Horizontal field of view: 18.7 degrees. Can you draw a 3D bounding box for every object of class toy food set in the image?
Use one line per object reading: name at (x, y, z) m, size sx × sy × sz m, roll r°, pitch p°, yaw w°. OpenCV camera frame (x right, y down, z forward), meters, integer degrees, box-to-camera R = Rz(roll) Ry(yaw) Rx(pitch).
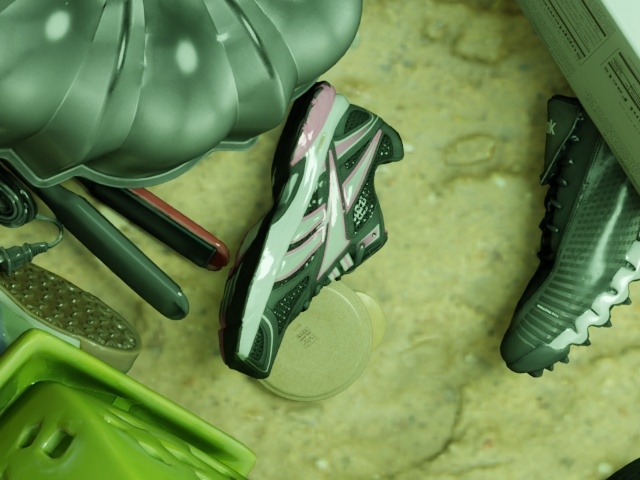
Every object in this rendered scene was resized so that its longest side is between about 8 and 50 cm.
toy food set at (-0.009, 0.056, 1.176) m, size 0.082 × 0.020 × 0.083 m, roll 32°, pitch 98°, yaw -5°

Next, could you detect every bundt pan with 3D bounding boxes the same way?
bundt pan at (-0.101, -0.187, 1.031) m, size 0.331 × 0.124 × 0.330 m, roll -2°, pitch 94°, yaw -22°

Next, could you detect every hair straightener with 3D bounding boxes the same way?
hair straightener at (-0.168, -0.026, 1.131) m, size 0.230 × 0.047 × 0.089 m, roll 38°, pitch 66°, yaw -6°

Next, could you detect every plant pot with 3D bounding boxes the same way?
plant pot at (-0.130, 0.196, 1.079) m, size 0.227 × 0.207 × 0.228 m, roll -49°, pitch 132°, yaw 7°

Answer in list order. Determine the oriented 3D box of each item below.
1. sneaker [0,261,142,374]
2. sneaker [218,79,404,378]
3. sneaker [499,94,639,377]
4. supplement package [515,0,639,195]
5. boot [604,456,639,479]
sneaker at (-0.209, 0.051, 1.157) m, size 0.192 × 0.064 × 0.086 m, roll 26°, pitch 111°, yaw -9°
sneaker at (0.000, 0.000, 1.133) m, size 0.077 × 0.072 × 0.178 m, roll 22°, pitch 86°, yaw -12°
sneaker at (0.162, -0.032, 1.139) m, size 0.106 × 0.078 × 0.234 m, roll 36°, pitch 93°, yaw -3°
supplement package at (0.206, -0.181, 1.039) m, size 0.204 × 0.145 × 0.262 m, roll -32°, pitch 87°, yaw -7°
boot at (0.205, 0.258, 1.181) m, size 0.179 × 0.085 × 0.236 m, roll 32°, pitch 104°, yaw -8°
